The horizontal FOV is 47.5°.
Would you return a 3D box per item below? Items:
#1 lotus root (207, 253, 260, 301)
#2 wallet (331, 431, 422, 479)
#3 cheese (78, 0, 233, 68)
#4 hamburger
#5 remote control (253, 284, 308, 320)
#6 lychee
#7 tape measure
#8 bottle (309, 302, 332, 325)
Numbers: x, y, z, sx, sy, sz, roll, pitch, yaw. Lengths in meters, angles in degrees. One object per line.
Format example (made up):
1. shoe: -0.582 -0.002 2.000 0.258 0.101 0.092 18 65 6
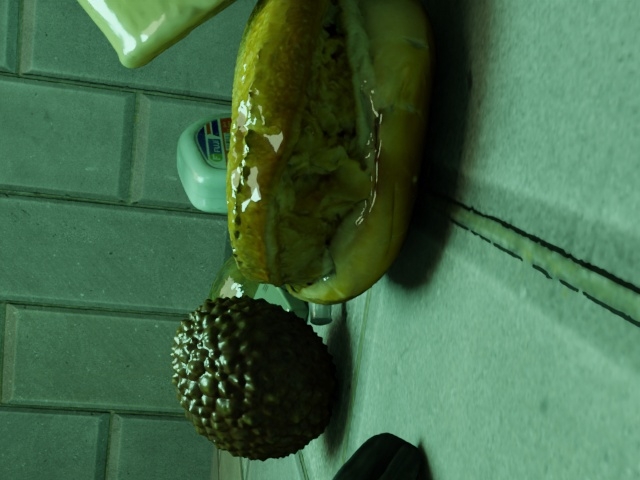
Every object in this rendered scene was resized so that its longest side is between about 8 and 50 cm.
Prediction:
1. lotus root: -0.141 0.122 1.390 0.173 0.173 0.309 -98 24 -53
2. wallet: -0.022 0.360 0.579 0.228 0.062 0.406 -42 -29 -54
3. cheese: -0.005 -0.320 0.627 0.104 0.384 0.384 55 180 -15
4. hamburger: -0.001 -0.092 0.660 0.314 0.170 0.290 -115 35 -73
5. remote control: -0.107 0.200 1.198 0.123 0.038 0.285 46 119 52
6. lychee: -0.076 0.165 0.868 0.238 0.200 0.200 45 -146 -45
7. tape measure: -0.165 -0.155 1.473 0.243 0.246 0.125 -105 18 -46
8. bottle: 0.000 0.000 0.911 0.060 0.060 0.217 114 160 -60
